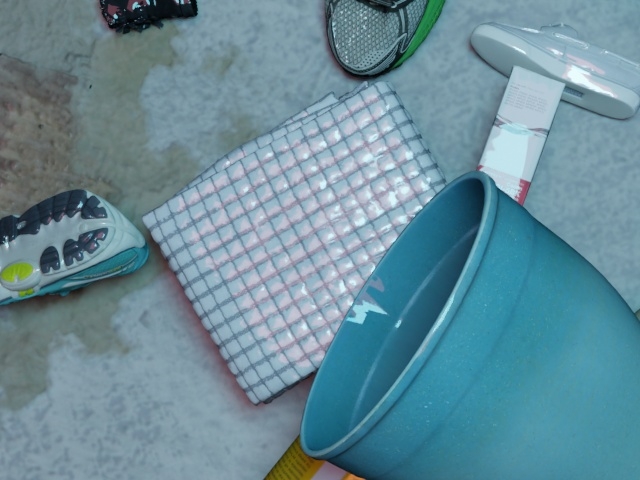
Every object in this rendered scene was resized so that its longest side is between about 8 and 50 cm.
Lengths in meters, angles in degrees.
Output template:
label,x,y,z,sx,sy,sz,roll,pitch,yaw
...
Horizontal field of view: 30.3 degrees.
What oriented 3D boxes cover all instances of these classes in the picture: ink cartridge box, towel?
label,x,y,z,sx,sy,sz,roll,pitch,yaw
ink cartridge box,0.193,-0.094,1.179,0.056,0.099,0.135,20,88,7
towel,0.000,0.000,1.184,0.284,0.121,0.235,-31,81,4

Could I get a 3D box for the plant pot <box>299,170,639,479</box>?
label,x,y,z,sx,sy,sz,roll,pitch,yaw
plant pot,0.162,0.122,0.985,0.255,0.271,0.271,32,89,-9

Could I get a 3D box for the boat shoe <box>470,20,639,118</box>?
label,x,y,z,sx,sy,sz,roll,pitch,yaw
boat shoe,0.245,-0.188,1.203,0.184,0.066,0.063,22,74,9

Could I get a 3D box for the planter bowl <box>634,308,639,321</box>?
label,x,y,z,sx,sy,sz,roll,pitch,yaw
planter bowl,0.329,0.137,1.129,0.109,0.162,0.162,-27,82,30

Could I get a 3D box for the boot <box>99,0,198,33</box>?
label,x,y,z,sx,sy,sz,roll,pitch,yaw
boot,-0.187,-0.283,1.263,0.099,0.045,0.121,-8,85,8

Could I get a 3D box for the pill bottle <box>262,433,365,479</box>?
label,x,y,z,sx,sy,sz,roll,pitch,yaw
pill bottle,0.009,0.261,1.149,0.136,0.136,0.245,39,90,8

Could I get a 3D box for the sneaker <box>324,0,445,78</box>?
label,x,y,z,sx,sy,sz,roll,pitch,yaw
sneaker,0.060,-0.315,1.142,0.134,0.146,0.343,20,122,16

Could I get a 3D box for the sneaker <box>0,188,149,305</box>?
label,x,y,z,sx,sy,sz,roll,pitch,yaw
sneaker,-0.304,0.032,1.217,0.275,0.110,0.107,-12,66,22
